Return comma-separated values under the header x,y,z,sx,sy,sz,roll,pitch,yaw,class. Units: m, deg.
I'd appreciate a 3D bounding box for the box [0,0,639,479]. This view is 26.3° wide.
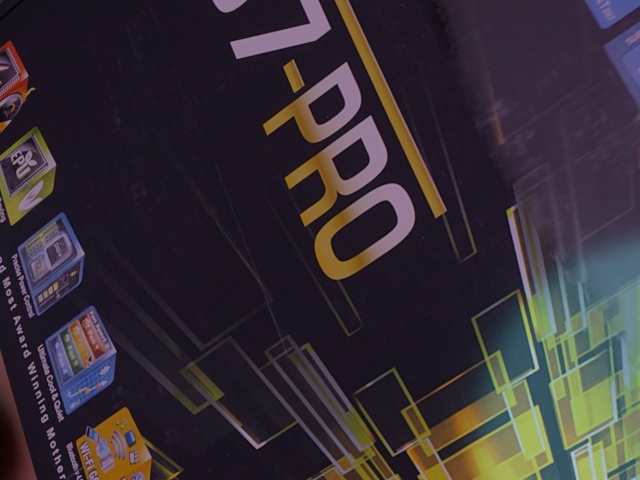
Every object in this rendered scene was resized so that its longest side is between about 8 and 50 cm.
x,y,z,sx,sy,sz,roll,pitch,yaw,class
0.028,0.012,0.503,0.318,0.097,0.394,-33,61,22,box

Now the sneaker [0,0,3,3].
x,y,z,sx,sy,sz,roll,pitch,yaw,class
-0.221,-0.167,0.714,0.330,0.130,0.147,-29,66,27,sneaker
